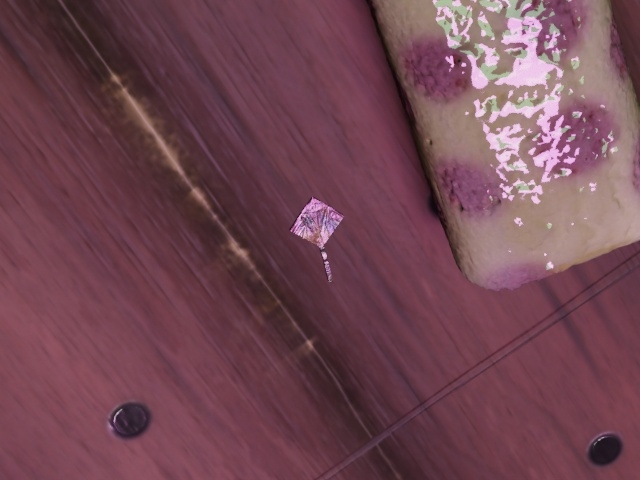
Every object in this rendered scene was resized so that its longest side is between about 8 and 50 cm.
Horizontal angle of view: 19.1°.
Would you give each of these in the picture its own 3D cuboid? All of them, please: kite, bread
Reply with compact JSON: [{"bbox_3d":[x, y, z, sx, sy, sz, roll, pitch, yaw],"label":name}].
[{"bbox_3d":[0.005,-0.003,1.614,0.044,0.002,0.078,-37,120,1],"label":"kite"},{"bbox_3d":[0.149,-0.137,1.510,0.187,0.155,0.338,-21,121,-3],"label":"bread"}]
